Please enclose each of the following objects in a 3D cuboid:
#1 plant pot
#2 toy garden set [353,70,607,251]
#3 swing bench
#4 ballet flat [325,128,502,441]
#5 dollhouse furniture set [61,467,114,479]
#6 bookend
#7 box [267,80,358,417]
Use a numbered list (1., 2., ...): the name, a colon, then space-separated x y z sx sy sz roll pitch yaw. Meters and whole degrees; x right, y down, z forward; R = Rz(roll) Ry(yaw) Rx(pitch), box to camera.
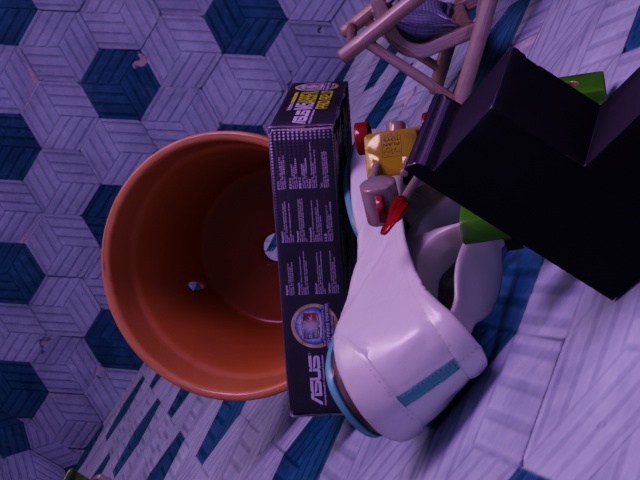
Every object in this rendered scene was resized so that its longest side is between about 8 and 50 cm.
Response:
1. plant pot: -0.075 0.017 1.565 0.291 0.291 0.203 -56 -7 14
2. toy garden set: 0.119 -0.047 1.037 0.244 0.204 0.049 -73 -28 -62
3. swing bench: 0.155 -0.296 1.650 0.254 0.165 0.253 -56 8 13
4. ballet flat: 0.092 0.007 1.134 0.139 0.139 0.400 -54 14 29
5. dollhouse furniture set: -0.323 0.455 1.769 0.301 0.151 0.197 -61 9 -19
6. bookend: 0.159 -0.065 0.809 0.156 0.157 0.072 -50 12 47
7. box: 0.000 0.000 1.306 0.216 0.060 0.270 -73 -20 -72
